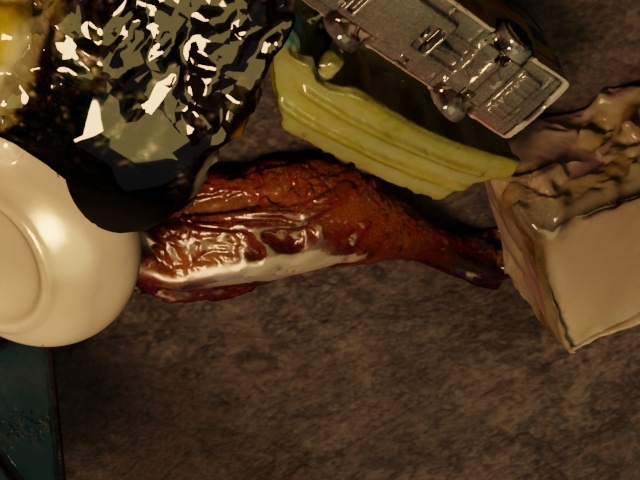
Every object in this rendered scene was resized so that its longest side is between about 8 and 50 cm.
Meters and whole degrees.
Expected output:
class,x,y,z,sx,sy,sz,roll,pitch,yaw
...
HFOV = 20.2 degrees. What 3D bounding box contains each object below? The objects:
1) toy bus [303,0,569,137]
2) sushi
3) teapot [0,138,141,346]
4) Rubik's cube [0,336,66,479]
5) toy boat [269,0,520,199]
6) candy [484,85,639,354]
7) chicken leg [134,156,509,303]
class,x,y,z,sx,sy,sz,roll,pitch,yaw
toy bus,0.078,-0.184,1.427,0.268,0.106,0.092,29,122,-33
sushi,-0.157,-0.221,1.181,0.285,0.328,0.328,25,126,-21
teapot,-0.229,-0.031,1.465,0.166,0.208,0.299,-20,136,-49
Rubik's cube,-0.414,0.185,1.534,0.305,0.307,0.310,29,121,-33
toy boat,0.041,-0.119,1.478,0.276,0.111,0.084,26,129,-35
candy,0.253,-0.021,1.597,0.185,0.137,0.195,-24,129,-3
chicken leg,0.000,0.000,1.605,0.407,0.096,0.158,0,141,-19
